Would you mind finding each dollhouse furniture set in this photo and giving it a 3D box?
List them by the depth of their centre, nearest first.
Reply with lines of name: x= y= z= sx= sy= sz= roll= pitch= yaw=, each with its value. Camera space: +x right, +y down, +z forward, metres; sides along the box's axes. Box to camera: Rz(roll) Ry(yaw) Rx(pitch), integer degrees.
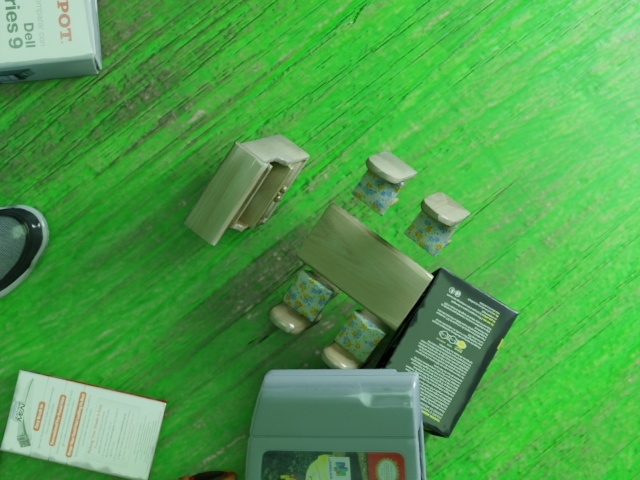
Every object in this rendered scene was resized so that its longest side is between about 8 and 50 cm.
dollhouse furniture set: x=0.000 y=0.000 z=1.877 sx=0.242 sy=0.161 sz=0.212 roll=37 pitch=107 yaw=10

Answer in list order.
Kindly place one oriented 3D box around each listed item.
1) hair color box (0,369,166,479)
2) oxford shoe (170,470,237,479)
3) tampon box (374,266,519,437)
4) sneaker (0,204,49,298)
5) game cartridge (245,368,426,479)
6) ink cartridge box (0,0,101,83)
hair color box: x=-0.262 y=0.205 z=1.931 sx=0.167 sy=0.053 sz=0.093 roll=14 pitch=86 yaw=-5
oxford shoe: x=-0.250 y=0.363 z=1.887 sx=0.363 sy=0.130 sz=0.133 roll=-16 pitch=94 yaw=-5
tampon box: x=0.131 y=0.127 z=1.932 sx=0.101 sy=0.120 sz=0.161 roll=30 pitch=85 yaw=-1
sneaker: x=-0.421 y=0.037 z=1.880 sx=0.268 sy=0.153 sz=0.101 roll=-25 pitch=89 yaw=-6
game cartridge: x=0.018 y=0.282 z=1.883 sx=0.196 sy=0.060 sz=0.294 roll=0 pitch=108 yaw=14
ink cartridge box: x=-0.395 y=-0.281 z=1.920 sx=0.289 sy=0.121 sz=0.211 roll=-6 pitch=87 yaw=-5
